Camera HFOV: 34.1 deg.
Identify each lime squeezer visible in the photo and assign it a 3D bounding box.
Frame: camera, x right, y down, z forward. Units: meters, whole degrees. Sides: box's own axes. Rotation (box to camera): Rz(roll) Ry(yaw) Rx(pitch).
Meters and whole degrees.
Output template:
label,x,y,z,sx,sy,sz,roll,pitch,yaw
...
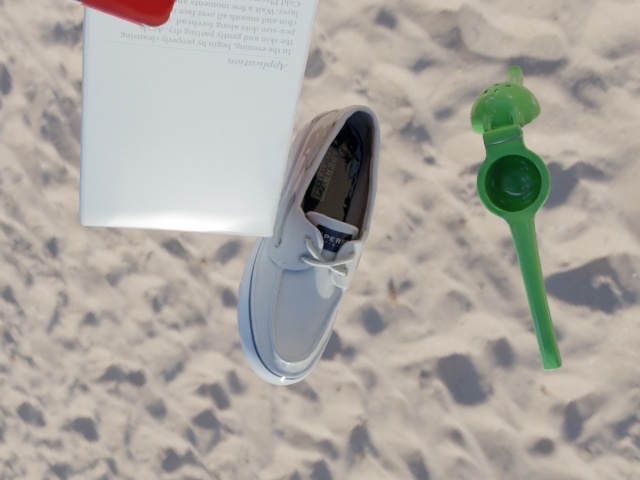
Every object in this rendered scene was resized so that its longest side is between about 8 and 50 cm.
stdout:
label,x,y,z,sx,sy,sz,roll,pitch,yaw
lime squeezer,0.152,-0.054,0.838,0.058,0.310,0.110,-4,144,5

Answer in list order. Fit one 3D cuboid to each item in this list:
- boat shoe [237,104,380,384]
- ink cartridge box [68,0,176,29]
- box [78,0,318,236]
label,x,y,z,sx,sy,sz,roll,pitch,yaw
boat shoe,0.000,0.000,0.957,0.096,0.268,0.088,25,162,-19
ink cartridge box,-0.092,-0.222,0.489,0.134,0.231,0.078,19,149,-3
box,-0.099,-0.202,0.835,0.215,0.168,0.345,-98,16,-46
